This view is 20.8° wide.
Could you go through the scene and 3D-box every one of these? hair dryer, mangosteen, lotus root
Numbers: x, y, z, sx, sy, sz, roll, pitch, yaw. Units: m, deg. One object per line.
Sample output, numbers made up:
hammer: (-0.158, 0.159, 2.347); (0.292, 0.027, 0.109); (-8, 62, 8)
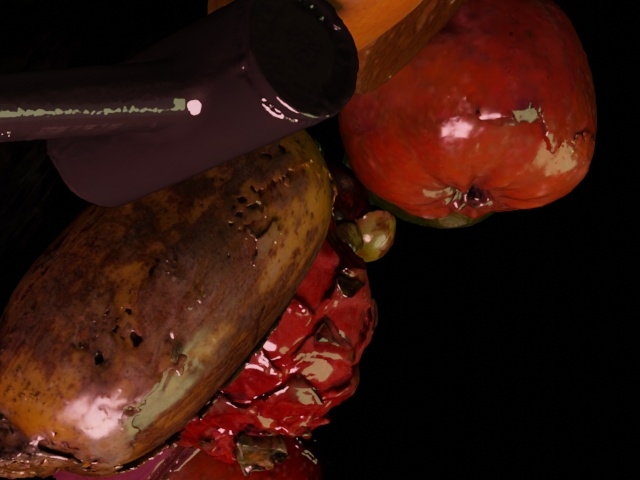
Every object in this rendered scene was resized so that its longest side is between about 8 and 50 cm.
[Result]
hair dryer: (-0.128, -0.082, 1.018); (0.197, 0.089, 0.251); (-20, 171, 38)
mangosteen: (-0.007, -0.008, 1.839); (0.156, 0.181, 0.146); (-36, 136, 8)
lotus root: (-0.133, 0.042, 1.385); (0.397, 0.179, 0.196); (-50, 157, -28)

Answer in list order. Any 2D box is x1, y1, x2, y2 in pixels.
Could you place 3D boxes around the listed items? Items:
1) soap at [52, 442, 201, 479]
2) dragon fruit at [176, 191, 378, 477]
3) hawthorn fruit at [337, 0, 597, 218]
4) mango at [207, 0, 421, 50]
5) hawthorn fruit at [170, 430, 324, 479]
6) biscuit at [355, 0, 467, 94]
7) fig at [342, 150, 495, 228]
soap: (-0.202, 0.221, 2.113); (0.289, 0.112, 0.182); (-45, 169, -25)
dragon fruit: (-0.062, 0.070, 1.675); (0.244, 0.244, 0.299); (1, 113, -81)
hawthorn fruit: (0.165, -0.171, 1.823); (0.276, 0.276, 0.307); (116, -11, -63)
mango: (0.009, -0.196, 1.151); (0.175, 0.139, 0.254); (-31, 176, -17)
hawthorn fruit: (-0.132, 0.321, 2.364); (0.316, 0.316, 0.316); (-49, 173, -8)
biscuit: (0.132, -0.309, 1.572); (0.394, 0.070, 0.350); (-46, 170, -33)
fig: (0.097, -0.086, 2.129); (0.235, 0.203, 0.203); (-27, -178, 23)
